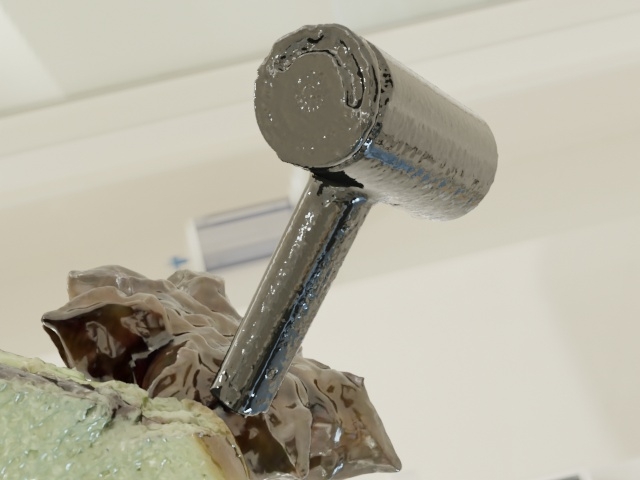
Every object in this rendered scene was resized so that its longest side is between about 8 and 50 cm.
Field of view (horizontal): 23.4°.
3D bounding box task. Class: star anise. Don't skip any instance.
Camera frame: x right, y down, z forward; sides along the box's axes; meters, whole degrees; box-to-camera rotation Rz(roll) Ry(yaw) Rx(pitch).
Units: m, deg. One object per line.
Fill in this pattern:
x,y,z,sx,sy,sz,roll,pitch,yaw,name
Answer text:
-0.073,0.109,1.224,0.315,0.315,0.108,-115,45,-74,star anise

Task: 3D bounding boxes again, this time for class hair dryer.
0.000,0.000,0.990,0.089,0.251,0.197,33,-173,29,hair dryer

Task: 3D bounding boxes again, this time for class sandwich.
-0.194,0.137,1.019,0.099,0.254,0.288,-127,14,-65,sandwich
